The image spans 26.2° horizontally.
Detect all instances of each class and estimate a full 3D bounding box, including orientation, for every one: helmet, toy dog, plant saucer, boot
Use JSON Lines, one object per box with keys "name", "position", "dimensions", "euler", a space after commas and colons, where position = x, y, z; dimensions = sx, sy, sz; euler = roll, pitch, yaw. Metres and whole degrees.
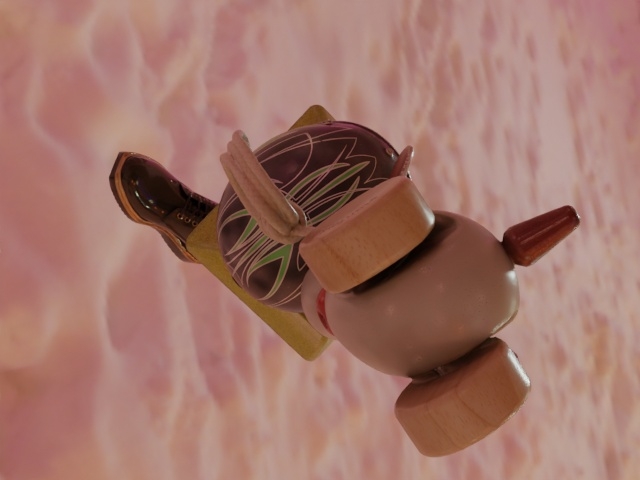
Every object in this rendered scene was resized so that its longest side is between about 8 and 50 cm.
{"name": "helmet", "position": [-0.006, -0.019, 1.177], "dimensions": [0.161, 0.169, 0.169], "euler": [112, -29, -76]}
{"name": "toy dog", "position": [0.072, 0.017, 0.940], "dimensions": [0.220, 0.161, 0.334], "euler": [63, -7, -26]}
{"name": "plant saucer", "position": [0.000, 0.000, 1.319], "dimensions": [0.188, 0.188, 0.045], "euler": [45, -4, -24]}
{"name": "boot", "position": [-0.134, -0.036, 1.560], "dimensions": [0.198, 0.137, 0.077], "euler": [42, 61, -49]}
